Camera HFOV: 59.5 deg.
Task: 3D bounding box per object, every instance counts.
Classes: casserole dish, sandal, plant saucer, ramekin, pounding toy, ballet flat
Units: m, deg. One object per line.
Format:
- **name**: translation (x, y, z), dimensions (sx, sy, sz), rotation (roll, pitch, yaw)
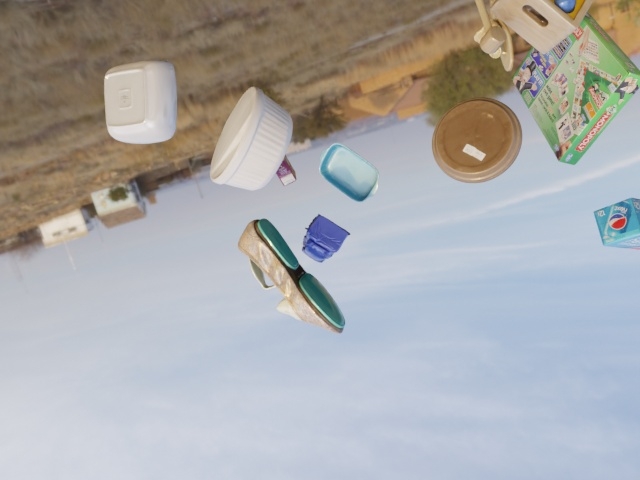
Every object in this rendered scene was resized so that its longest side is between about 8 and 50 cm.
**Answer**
- **casserole dish**: translation (0.082, -0.187, 1.533), dimensions (0.037, 0.188, 0.114), rotation (-27, 151, -60)
- **sandal**: translation (0.423, -0.520, 1.403), dimensions (0.079, 0.240, 0.088), rotation (-3, 157, 6)
- **plant saucer**: translation (0.481, -0.317, 1.743), dimensions (0.277, 0.278, 0.041), rotation (-12, 168, 22)
- **ramekin**: translation (-0.180, -0.257, 1.486), dimensions (0.127, 0.273, 0.273), rotation (24, 173, -24)
- **pounding toy**: translation (0.343, -0.402, 0.930), dimensions (0.206, 0.181, 0.094), rotation (-56, -173, -20)
- **ballet flat**: translation (-0.072, 0.096, 1.249), dimensions (0.106, 0.316, 0.107), rotation (-40, 173, 23)

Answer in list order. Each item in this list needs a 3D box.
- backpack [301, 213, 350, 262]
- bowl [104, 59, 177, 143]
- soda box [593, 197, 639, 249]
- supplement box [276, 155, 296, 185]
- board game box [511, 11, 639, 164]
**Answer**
- **backpack**: translation (0.000, 0.000, 1.374), dimensions (0.101, 0.098, 0.120), rotation (-52, -179, -12)
- **bowl**: translation (-0.316, -0.240, 0.960), dimensions (0.142, 0.142, 0.053), rotation (2, -176, 25)
- **soda box**: translation (0.585, -0.024, 1.001), dimensions (0.210, 0.067, 0.071), rotation (5, 159, -34)
- **supplement box**: translation (-0.106, -0.205, 1.587), dimensions (0.043, 0.083, 0.055), rotation (-25, -145, 9)
- **board game box**: translation (0.528, -0.343, 1.188), dimensions (0.046, 0.214, 0.317), rotation (10, -135, -17)
